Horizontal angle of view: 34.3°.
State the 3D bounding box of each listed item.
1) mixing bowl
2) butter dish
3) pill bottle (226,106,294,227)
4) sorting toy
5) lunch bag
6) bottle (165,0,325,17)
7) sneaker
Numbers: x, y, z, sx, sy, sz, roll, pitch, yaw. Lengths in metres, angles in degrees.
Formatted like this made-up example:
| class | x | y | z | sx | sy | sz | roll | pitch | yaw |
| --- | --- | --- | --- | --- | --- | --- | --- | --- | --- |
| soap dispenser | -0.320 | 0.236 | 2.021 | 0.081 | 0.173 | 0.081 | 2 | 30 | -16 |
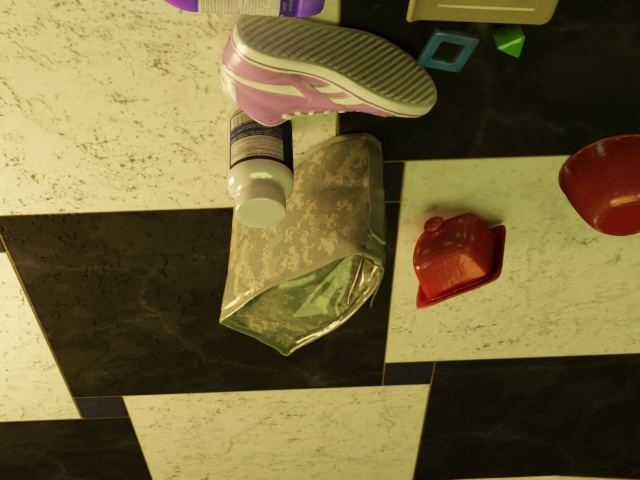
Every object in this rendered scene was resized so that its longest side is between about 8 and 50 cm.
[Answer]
| class | x | y | z | sx | sy | sz | roll | pitch | yaw |
| --- | --- | --- | --- | --- | --- | --- | --- | --- | --- |
| mixing bowl | 0.468 | -0.070 | 1.603 | 0.181 | 0.098 | 0.181 | -2 | 146 | -2 |
| butter dish | 0.209 | 0.012 | 1.687 | 0.160 | 0.160 | 0.118 | -23 | 117 | 27 |
| pill bottle | -0.084 | -0.105 | 1.447 | 0.094 | 0.169 | 0.094 | -2 | 146 | -1 |
| sorting toy | 0.208 | -0.339 | 1.241 | 0.196 | 0.047 | 0.347 | -2 | 146 | -8 |
| lunch bag | 0.000 | 0.000 | 1.548 | 0.169 | 0.235 | 0.287 | 29 | 135 | -30 |
| bottle | -0.132 | -0.321 | 1.198 | 0.283 | 0.092 | 0.118 | 1 | 145 | -5 |
| sneaker | 0.004 | -0.204 | 1.384 | 0.282 | 0.102 | 0.161 | 18 | 145 | -10 |
